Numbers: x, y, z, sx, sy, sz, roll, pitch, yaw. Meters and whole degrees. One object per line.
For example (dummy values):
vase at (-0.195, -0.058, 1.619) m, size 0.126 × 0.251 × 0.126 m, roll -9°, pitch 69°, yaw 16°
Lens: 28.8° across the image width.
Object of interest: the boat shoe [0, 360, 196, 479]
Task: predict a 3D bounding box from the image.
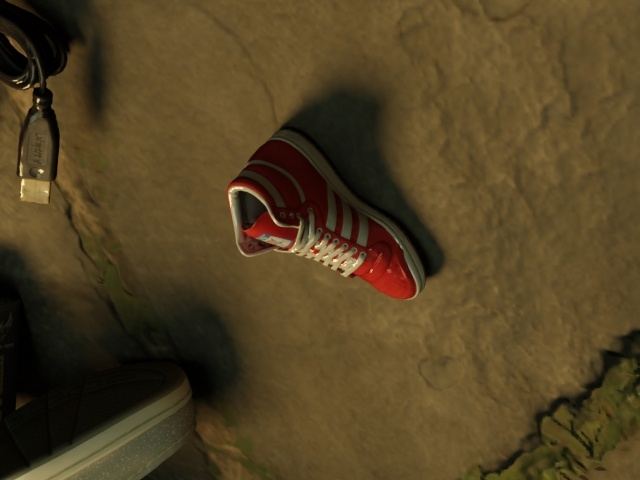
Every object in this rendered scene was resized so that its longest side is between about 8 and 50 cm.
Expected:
boat shoe at (-0.210, 0.196, 0.835) m, size 0.103 × 0.320 × 0.118 m, roll 55°, pitch 176°, yaw -19°

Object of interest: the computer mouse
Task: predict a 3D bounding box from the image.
computer mouse at (-0.236, -0.063, 0.802) m, size 0.184 × 0.060 × 0.262 m, roll 33°, pitch 124°, yaw 17°

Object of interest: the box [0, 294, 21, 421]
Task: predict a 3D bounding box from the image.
box at (-0.334, 0.117, 0.952) m, size 0.232 × 0.059 × 0.184 m, roll 9°, pitch 98°, yaw 30°

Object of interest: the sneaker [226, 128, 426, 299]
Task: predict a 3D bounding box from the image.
sneaker at (0.000, 0.000, 0.667) m, size 0.118 × 0.067 × 0.042 m, roll 44°, pitch 137°, yaw 0°
